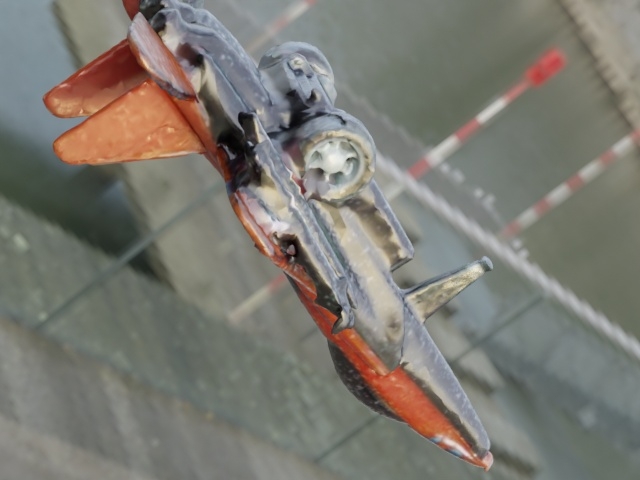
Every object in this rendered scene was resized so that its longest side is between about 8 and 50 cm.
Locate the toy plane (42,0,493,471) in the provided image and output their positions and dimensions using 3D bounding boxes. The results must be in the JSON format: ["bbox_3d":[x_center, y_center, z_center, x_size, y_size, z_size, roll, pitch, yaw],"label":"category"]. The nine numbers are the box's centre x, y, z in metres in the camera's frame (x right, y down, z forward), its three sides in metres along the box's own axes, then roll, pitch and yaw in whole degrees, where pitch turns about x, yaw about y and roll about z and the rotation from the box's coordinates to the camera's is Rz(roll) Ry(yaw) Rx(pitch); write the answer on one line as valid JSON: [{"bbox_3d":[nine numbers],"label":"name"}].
[{"bbox_3d":[0.003,-0.002,0.523,0.189,0.061,0.130,42,10,-28],"label":"toy plane"}]
